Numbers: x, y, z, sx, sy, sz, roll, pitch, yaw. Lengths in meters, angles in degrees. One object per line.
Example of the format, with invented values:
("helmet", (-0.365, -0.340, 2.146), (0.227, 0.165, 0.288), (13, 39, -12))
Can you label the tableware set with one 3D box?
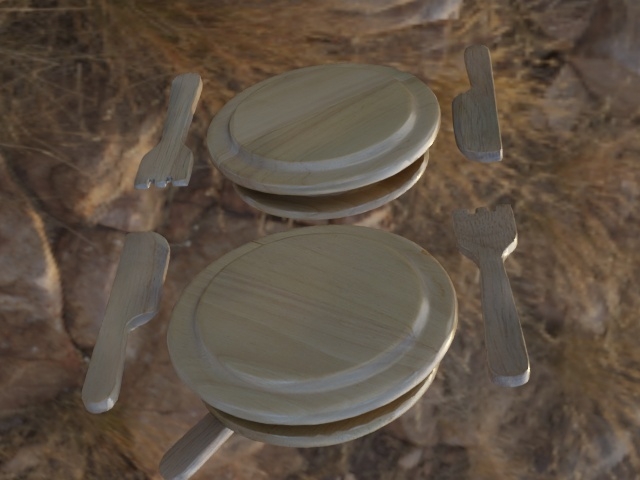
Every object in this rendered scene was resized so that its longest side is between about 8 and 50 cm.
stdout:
("tableware set", (0.000, 0.000, 0.383), (0.194, 0.128, 0.039), (-85, 169, -52))
